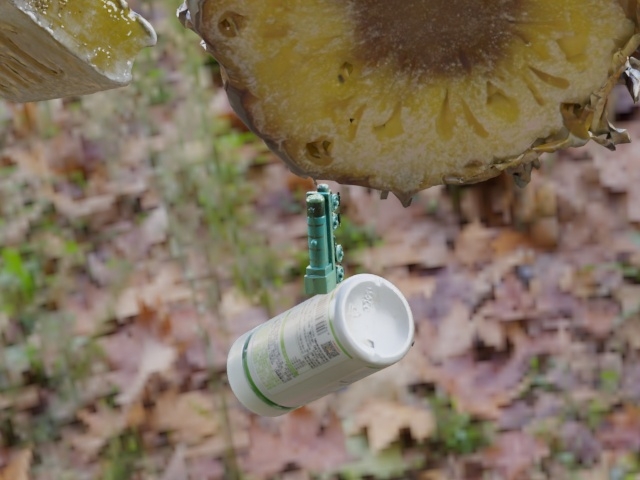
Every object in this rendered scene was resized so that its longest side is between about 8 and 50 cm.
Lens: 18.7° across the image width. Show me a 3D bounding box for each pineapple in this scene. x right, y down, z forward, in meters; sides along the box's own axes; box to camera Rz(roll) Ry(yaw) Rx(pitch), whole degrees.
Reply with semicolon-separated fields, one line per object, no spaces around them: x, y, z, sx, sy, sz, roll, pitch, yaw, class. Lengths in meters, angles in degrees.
0.070;-0.219;1.261;0.352;0.352;0.300;-2;34;10;pineapple

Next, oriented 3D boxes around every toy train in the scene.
0.000;0.000;1.616;0.029;0.092;0.045;3;17;20;toy train

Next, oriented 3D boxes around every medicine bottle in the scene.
-0.002;0.095;1.739;0.086;0.086;0.183;-38;6;-39;medicine bottle

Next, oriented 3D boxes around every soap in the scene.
-0.289;-0.205;1.879;0.257;0.160;0.080;-3;55;55;soap
